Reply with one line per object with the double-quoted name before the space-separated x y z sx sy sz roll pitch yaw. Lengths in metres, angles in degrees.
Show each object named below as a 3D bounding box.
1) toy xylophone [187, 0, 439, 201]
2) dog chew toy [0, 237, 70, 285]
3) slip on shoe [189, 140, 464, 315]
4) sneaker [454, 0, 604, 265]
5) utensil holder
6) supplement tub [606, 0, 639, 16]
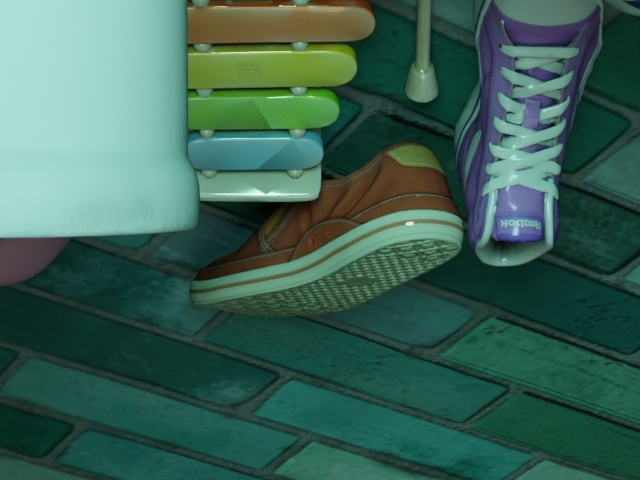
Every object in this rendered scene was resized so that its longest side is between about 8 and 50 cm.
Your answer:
"toy xylophone" -0.024 -0.154 1.343 0.236 0.081 0.322 -5 144 5
"dog chew toy" -0.324 -0.061 1.376 0.207 0.206 0.332 -27 145 31
"slip on shoe" 0.000 0.000 1.551 0.123 0.101 0.331 9 158 -35
"sneaker" 0.167 -0.088 1.375 0.102 0.161 0.282 2 143 -1
"utensil holder" -0.225 -0.197 0.938 0.328 0.385 0.327 1 -178 0
"supplement tub" 0.114 -0.274 0.908 0.325 0.235 0.235 22 138 -29
